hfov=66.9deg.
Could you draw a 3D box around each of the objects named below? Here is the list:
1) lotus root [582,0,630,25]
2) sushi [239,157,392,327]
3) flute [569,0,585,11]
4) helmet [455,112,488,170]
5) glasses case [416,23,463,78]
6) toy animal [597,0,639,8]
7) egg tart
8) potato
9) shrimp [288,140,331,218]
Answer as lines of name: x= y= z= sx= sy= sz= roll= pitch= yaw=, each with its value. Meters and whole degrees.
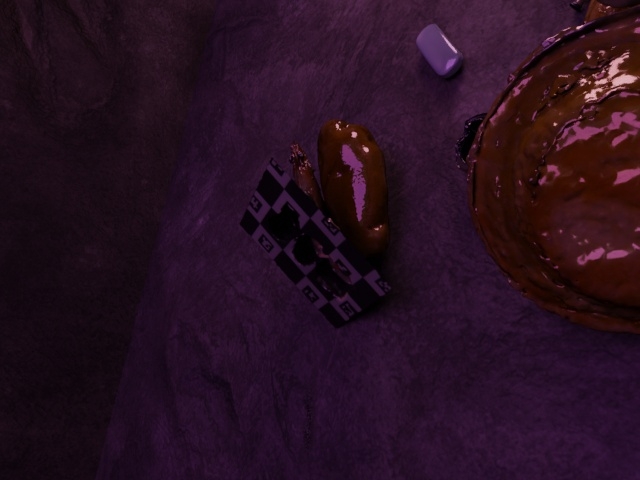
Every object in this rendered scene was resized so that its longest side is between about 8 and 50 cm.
lotus root: x=0.521 y=-0.406 z=0.841 sx=0.110 sy=0.097 sz=0.258 roll=4 pitch=74 yaw=53
sushi: x=0.000 y=0.000 z=1.141 sx=0.373 sy=0.100 sz=0.296 roll=47 pitch=145 yaw=5
flute: x=0.562 y=-0.533 z=0.897 sx=0.233 sy=0.027 sz=0.027 roll=-50 pitch=43 yaw=23
helmet: x=0.334 y=-0.194 z=0.988 sx=0.098 sy=0.071 sz=0.123 roll=30 pitch=107 yaw=58
glasses case: x=0.286 y=-0.460 z=1.174 sx=0.067 sy=0.045 sz=0.178 roll=-44 pitch=46 yaw=29
toy animal: x=0.532 y=-0.372 z=0.668 sx=0.345 sy=0.194 sz=0.302 roll=19 pitch=71 yaw=9
egg tart: x=0.393 y=-0.064 z=0.590 sx=0.444 sy=0.178 sz=0.442 roll=10 pitch=113 yaw=25
potato: x=0.087 y=-0.128 z=1.185 sx=0.196 sy=0.177 sz=0.368 roll=-24 pitch=65 yaw=29
shrimp: x=-0.020 y=-0.121 z=1.264 sx=0.062 sy=0.154 sz=0.294 roll=-16 pitch=93 yaw=15
